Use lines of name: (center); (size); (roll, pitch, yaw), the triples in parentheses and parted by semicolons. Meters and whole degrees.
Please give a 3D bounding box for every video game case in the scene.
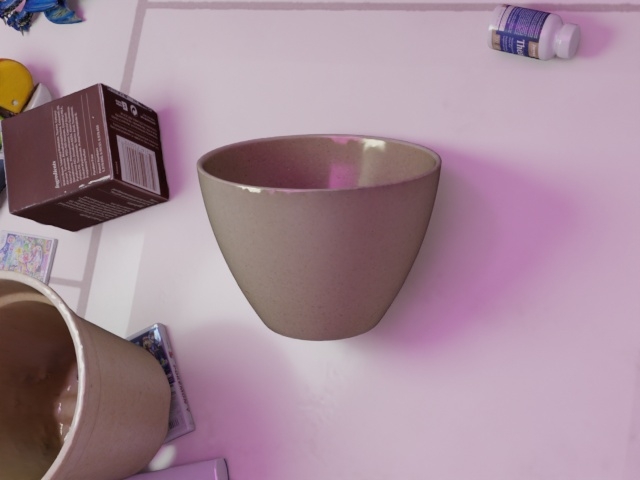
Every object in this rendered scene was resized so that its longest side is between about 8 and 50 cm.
video game case: (-0.520, 0.032, 1.734); (0.122, 0.011, 0.087); (8, 83, 25)
video game case: (-0.312, 0.255, 1.593); (0.201, 0.023, 0.183); (-27, 71, 18)

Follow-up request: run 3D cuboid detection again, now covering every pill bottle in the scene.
pill bottle: (0.303, -0.293, 1.405); (0.120, 0.067, 0.067); (18, 88, 26)

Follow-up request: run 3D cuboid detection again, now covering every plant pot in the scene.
plant pot: (-0.386, 0.234, 1.442); (0.333, 0.305, 0.334); (-6, 75, 23)

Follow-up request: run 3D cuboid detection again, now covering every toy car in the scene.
toy car: (-0.581, -0.241, 1.756); (0.182, 0.159, 0.136); (-59, 30, 4)

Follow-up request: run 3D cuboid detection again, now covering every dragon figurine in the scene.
dragon figurine: (-0.472, -0.434, 1.761); (0.289, 0.085, 0.144); (11, 87, 30)

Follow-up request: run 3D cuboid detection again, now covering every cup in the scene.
cup: (0.000, 0.000, 1.372); (0.331, 0.331, 0.237); (7, 109, 25)

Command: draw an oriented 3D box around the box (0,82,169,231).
box: (-0.384, -0.130, 1.618); (0.203, 0.168, 0.167); (-16, 75, 20)

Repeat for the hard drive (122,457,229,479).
hard drive: (-0.277, 0.468, 1.525); (0.318, 0.040, 0.210); (-16, 74, 21)

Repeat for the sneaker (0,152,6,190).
sneaker: (-0.602, -0.037, 1.733); (0.226, 0.086, 0.163); (-37, 57, 23)
